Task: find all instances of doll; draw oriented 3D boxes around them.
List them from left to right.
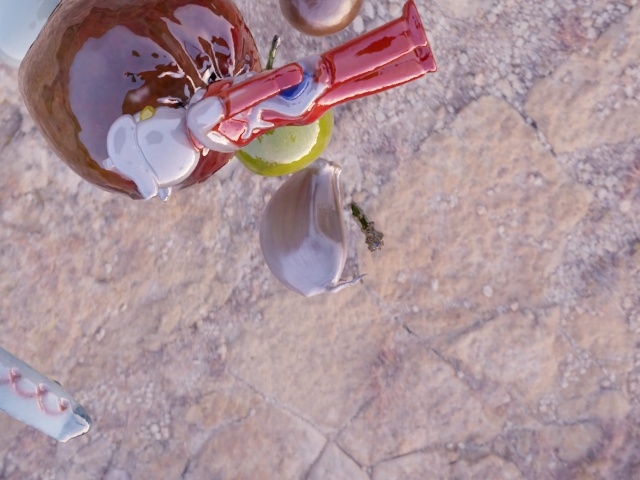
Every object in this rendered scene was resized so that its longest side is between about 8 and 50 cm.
[{"bbox_3d":[-0.062,-0.146,0.916,0.383,0.188,0.099,-22,86,9],"label":"doll"}]

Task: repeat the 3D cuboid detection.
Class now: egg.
[{"bbox_3d":[-0.512,-0.496,1.628,0.230,0.230,0.371,31,80,-20],"label":"egg"}]

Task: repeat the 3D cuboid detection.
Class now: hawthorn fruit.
[{"bbox_3d":[-0.244,-0.210,1.110,0.324,0.308,0.308,12,115,9],"label":"hawthorn fruit"}]

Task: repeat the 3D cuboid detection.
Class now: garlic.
[{"bbox_3d":[0.000,0.000,1.990,0.245,0.340,0.231,-27,153,20],"label":"garlic"}]

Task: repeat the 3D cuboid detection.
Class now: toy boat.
[{"bbox_3d":[-0.328,0.136,0.884,0.207,0.134,0.079,34,74,-14],"label":"toy boat"}]

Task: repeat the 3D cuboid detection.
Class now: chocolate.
[{"bbox_3d":[0.002,-0.456,1.531,0.176,0.177,0.177,-3,116,-6],"label":"chocolate"}]

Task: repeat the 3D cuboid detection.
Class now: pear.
[{"bbox_3d":[-0.073,-0.210,1.326,0.166,0.180,0.216,-28,117,-35],"label":"pear"}]

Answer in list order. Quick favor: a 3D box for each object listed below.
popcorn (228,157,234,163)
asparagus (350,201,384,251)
[{"bbox_3d":[-0.234,-0.229,1.655,0.167,0.186,0.187,-22,143,-1],"label":"popcorn"},{"bbox_3d":[0.031,-0.011,0.584,0.016,0.166,0.013,14,99,-6],"label":"asparagus"}]
